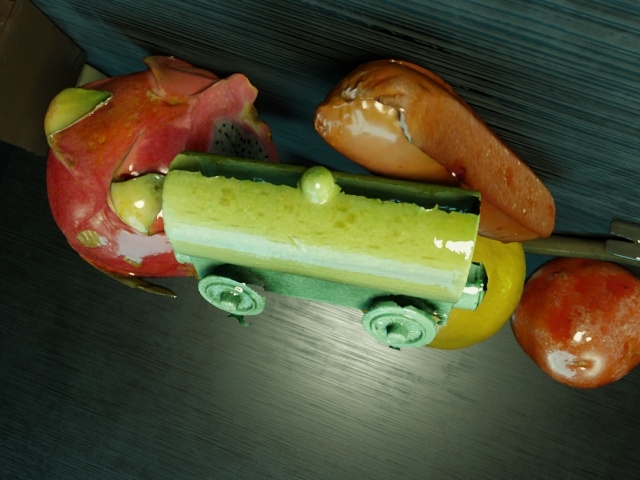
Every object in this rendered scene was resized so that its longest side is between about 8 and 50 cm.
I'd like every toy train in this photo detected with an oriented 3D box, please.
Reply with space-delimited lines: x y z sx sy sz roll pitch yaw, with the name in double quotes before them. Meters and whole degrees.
"toy train" 0.002 -0.007 0.470 0.308 0.126 0.189 10 135 11

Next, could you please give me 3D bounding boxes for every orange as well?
"orange" 0.177 0.036 0.796 0.279 0.235 0.279 20 -169 -4

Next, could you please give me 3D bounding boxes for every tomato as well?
"tomato" 0.442 0.125 0.873 0.232 0.232 0.188 17 146 42

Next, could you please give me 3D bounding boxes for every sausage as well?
"sausage" 0.127 -0.072 0.488 0.330 0.102 0.102 22 176 -43

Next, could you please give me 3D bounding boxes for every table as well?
"table" -0.463 -0.236 0.670 0.193 0.169 0.172 21 176 2

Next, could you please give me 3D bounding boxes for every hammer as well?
"hammer" 0.372 0.012 0.805 0.168 0.044 0.440 20 176 -20

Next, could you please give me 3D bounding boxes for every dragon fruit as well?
"dragon fruit" -0.162 -0.078 0.628 0.189 0.290 0.291 9 170 37

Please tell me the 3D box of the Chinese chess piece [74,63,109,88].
"Chinese chess piece" -0.471 -0.259 0.892 0.273 0.102 0.273 19 176 1
